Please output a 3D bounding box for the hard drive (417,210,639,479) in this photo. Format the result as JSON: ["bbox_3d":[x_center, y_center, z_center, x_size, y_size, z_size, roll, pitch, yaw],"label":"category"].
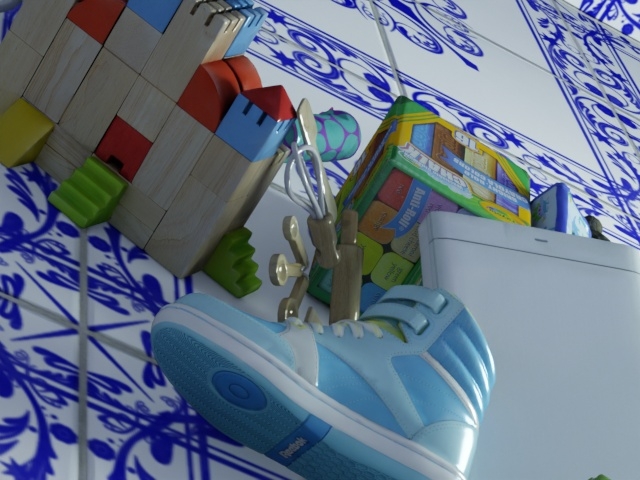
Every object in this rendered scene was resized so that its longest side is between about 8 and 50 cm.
[{"bbox_3d":[0.216,0.144,1.867,0.233,0.047,0.353,10,54,-19],"label":"hard drive"}]

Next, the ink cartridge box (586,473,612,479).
[{"bbox_3d":[0.241,0.356,1.653,0.189,0.097,0.255,34,56,-3],"label":"ink cartridge box"}]

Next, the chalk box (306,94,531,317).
[{"bbox_3d":[0.105,0.000,2.087,0.179,0.180,0.289,31,20,-6],"label":"chalk box"}]

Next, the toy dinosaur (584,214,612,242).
[{"bbox_3d":[0.336,0.016,2.358,0.118,0.064,0.268,28,18,7],"label":"toy dinosaur"}]

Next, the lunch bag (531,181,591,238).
[{"bbox_3d":[0.246,0.030,2.143,0.096,0.151,0.129,7,50,0],"label":"lunch bag"}]

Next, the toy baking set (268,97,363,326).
[{"bbox_3d":[0.002,0.004,1.893,0.030,0.256,0.197,-2,-23,19],"label":"toy baking set"}]

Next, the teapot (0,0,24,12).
[{"bbox_3d":[-0.242,-0.261,2.179,0.252,0.187,0.256,43,-12,-28],"label":"teapot"}]

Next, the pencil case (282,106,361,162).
[{"bbox_3d":[-0.016,-0.126,2.345,0.151,0.064,0.070,-3,58,-57],"label":"pencil case"}]

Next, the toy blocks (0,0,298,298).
[{"bbox_3d":[-0.162,-0.156,1.939,0.381,0.261,0.191,39,22,13],"label":"toy blocks"}]

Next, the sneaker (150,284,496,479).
[{"bbox_3d":[0.015,0.095,1.725,0.319,0.127,0.208,35,58,-16],"label":"sneaker"}]
